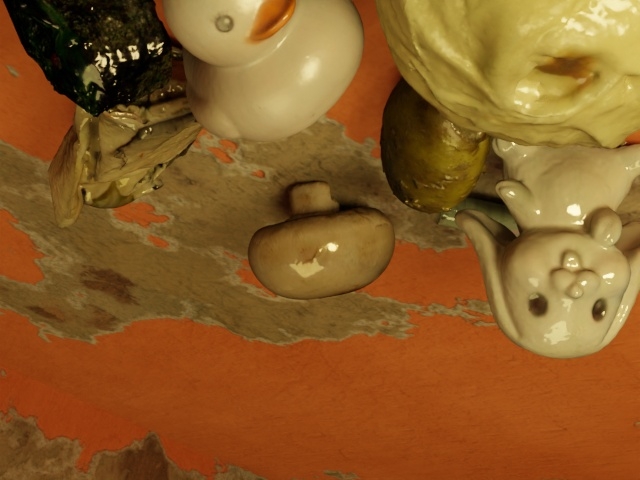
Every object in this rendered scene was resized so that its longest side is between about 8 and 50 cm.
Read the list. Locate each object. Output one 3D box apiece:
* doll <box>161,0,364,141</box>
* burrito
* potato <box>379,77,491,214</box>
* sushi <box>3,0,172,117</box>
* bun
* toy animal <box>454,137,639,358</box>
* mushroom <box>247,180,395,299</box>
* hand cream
[{"bbox_3d":[-0.079,-0.220,0.887,0.221,0.221,0.251,34,179,-32],"label":"doll"},{"bbox_3d":[-0.269,-0.143,1.189,0.135,0.190,0.332,54,142,1],"label":"burrito"},{"bbox_3d":[0.137,-0.122,1.058,0.149,0.113,0.251,54,165,20],"label":"potato"},{"bbox_3d":[-0.258,-0.240,0.926,0.225,0.127,0.124,55,155,16],"label":"sushi"},{"bbox_3d":[0.223,-0.210,0.798,0.364,0.202,0.364,9,149,5],"label":"bun"},{"bbox_3d":[0.291,-0.001,1.096,0.249,0.289,0.174,27,158,19],"label":"toy animal"},{"bbox_3d":[0.000,0.000,1.316,0.226,0.178,0.226,-2,-179,0],"label":"mushroom"},{"bbox_3d":[0.270,-0.026,1.263,0.204,0.050,0.078,11,152,-3],"label":"hand cream"}]
